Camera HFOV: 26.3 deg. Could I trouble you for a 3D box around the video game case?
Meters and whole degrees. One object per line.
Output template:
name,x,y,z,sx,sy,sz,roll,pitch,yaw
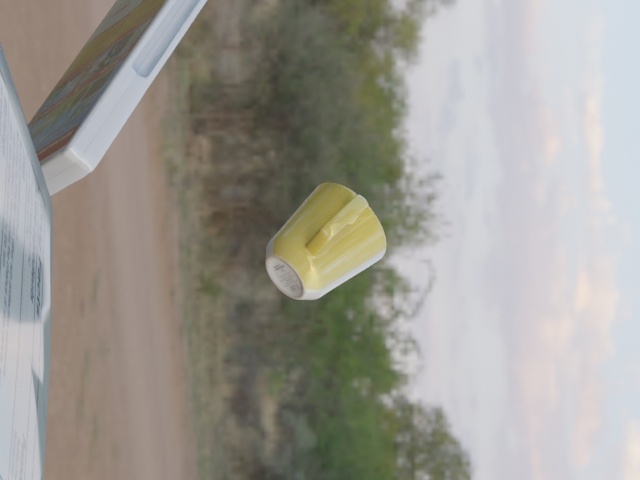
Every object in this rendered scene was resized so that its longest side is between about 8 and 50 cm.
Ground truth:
video game case,-0.141,-0.141,0.994,0.204,0.025,0.285,-19,-144,56

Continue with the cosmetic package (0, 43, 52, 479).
cosmetic package,-0.148,-0.039,0.326,0.309,0.113,0.160,88,-3,-53

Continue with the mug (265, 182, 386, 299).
mug,-0.002,0.000,0.875,0.064,0.062,0.078,-40,142,-29
